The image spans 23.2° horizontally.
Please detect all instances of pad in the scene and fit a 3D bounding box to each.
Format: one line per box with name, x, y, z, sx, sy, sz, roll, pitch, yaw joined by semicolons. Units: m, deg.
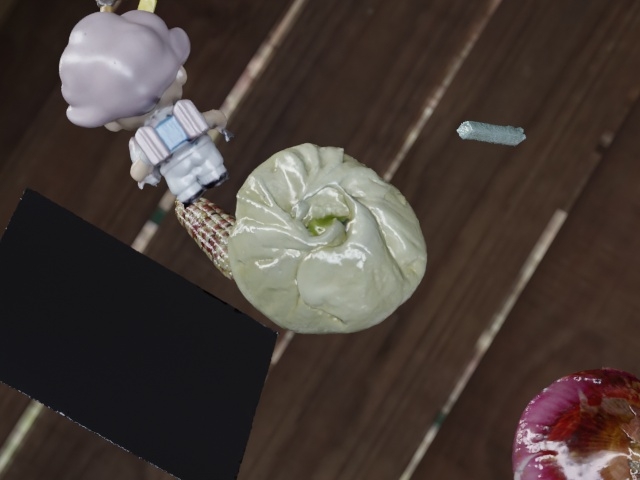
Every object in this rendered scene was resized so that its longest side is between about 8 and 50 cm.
pad;-0.226;0.120;1.807;0.367;0.248;0.007;31;141;-17

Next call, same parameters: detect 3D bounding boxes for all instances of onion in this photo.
onion;0.326;0.243;1.716;0.230;0.230;0.163;31;160;6

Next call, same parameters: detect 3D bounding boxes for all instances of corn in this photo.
corn;-0.159;-0.007;2.430;0.079;0.079;0.237;39;180;-41

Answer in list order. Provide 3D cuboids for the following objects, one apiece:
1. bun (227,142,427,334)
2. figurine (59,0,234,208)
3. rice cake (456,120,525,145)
bun;0.000;0.000;1.998;0.259;0.259;0.160;31;177;8
figurine;-0.172;-0.138;1.487;0.229;0.137;0.112;56;-174;-3
rice cake;0.219;-0.136;1.985;0.121;0.022;0.022;3;-123;-47
